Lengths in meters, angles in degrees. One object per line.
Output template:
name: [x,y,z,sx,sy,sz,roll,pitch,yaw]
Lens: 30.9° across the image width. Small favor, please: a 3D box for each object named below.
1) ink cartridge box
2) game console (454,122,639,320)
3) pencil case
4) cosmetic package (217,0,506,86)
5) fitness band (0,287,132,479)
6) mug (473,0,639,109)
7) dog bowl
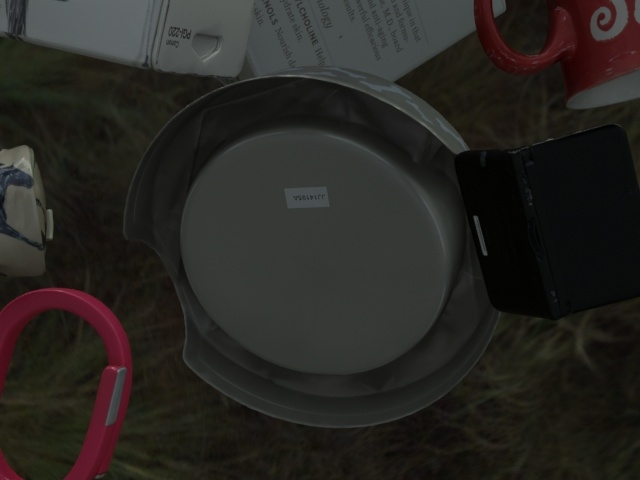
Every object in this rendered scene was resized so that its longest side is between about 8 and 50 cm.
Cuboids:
ink cartridge box: [-0.171,-0.176,0.791,0.218,0.158,0.092,16,101,15]
game console: [0.162,-0.013,0.805,0.071,0.107,0.122,-22,103,-27]
pencil case: [-0.512,-0.004,1.348,0.410,0.183,0.159,-11,85,-18]
cosmetic package: [-0.009,-0.415,1.674,0.394,0.327,0.329,-34,40,-10]
fitness band: [-0.357,0.205,1.517,0.209,0.054,0.290,19,95,18]
mug: [0.172,-0.177,0.706,0.150,0.113,0.169,-9,83,-39]
dog bowl: [0.000,0.000,1.058,0.349,0.348,0.102,25,30,1]
